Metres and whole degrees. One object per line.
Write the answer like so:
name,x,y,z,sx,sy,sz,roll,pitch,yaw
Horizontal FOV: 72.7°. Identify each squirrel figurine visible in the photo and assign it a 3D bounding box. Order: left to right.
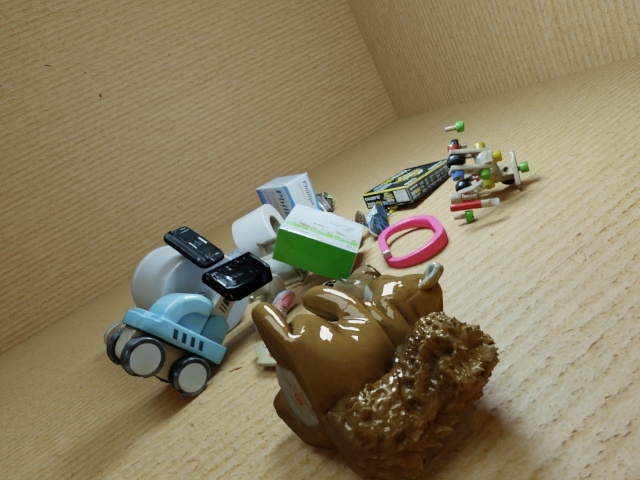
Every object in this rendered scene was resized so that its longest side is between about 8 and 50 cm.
squirrel figurine,0.129,0.204,0.789,0.370,0.281,0.397,-26,28,-29

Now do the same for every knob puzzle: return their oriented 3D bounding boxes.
knob puzzle,-0.082,0.283,1.173,0.213,0.030,0.213,-25,16,8

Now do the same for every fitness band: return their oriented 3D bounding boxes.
fitness band,0.291,-0.006,1.398,0.209,0.054,0.291,-25,18,9

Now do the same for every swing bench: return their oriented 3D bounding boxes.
swing bench,-0.159,0.076,1.687,0.253,0.165,0.254,-21,13,25

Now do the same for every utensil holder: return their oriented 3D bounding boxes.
utensil holder,-0.484,0.185,1.600,0.328,0.327,0.385,-37,21,-28

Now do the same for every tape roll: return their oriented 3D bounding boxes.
tape roll,-0.256,-0.019,1.949,0.169,0.246,0.246,-28,16,15

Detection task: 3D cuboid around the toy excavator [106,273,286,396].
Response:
toy excavator,-0.347,0.236,1.335,0.222,0.433,0.445,-4,57,54

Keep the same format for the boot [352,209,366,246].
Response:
boot,0.125,-0.040,1.663,0.085,0.059,0.158,-23,48,52

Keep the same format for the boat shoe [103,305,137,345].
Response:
boat shoe,-0.806,0.363,1.957,0.116,0.123,0.324,-2,37,43

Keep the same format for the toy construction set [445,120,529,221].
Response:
toy construction set,0.532,-0.202,1.371,0.237,0.257,0.308,-6,45,23

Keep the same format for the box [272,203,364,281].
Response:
box,0.000,0.000,1.471,0.262,0.126,0.231,18,26,3

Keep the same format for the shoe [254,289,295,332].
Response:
shoe,-0.125,0.225,1.364,0.178,0.063,0.081,-45,24,-30

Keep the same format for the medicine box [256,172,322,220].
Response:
medicine box,-0.150,-0.180,2.190,0.149,0.263,0.289,-34,21,-31

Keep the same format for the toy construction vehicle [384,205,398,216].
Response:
toy construction vehicle,0.271,-0.119,1.805,0.098,0.035,0.086,-10,14,40

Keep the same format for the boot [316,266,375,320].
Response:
boot,0.074,0.139,1.209,0.112,0.115,0.305,-19,18,33

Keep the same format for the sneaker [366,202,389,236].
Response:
sneaker,0.214,-0.065,1.685,0.081,0.080,0.211,-50,8,29

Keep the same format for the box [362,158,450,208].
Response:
box,0.376,-0.242,1.869,0.322,0.079,0.257,-33,15,-33

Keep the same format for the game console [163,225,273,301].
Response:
game console,-0.337,0.056,1.395,0.213,0.361,0.044,-29,-34,-55

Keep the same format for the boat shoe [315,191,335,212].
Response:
boat shoe,0.023,-0.201,2.292,0.097,0.116,0.324,-31,11,0

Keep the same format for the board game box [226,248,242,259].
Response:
board game box,-0.435,0.085,2.295,0.160,0.039,0.211,-24,16,13
